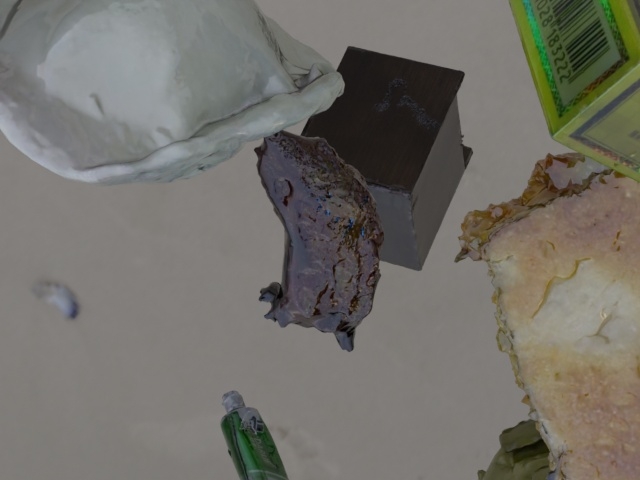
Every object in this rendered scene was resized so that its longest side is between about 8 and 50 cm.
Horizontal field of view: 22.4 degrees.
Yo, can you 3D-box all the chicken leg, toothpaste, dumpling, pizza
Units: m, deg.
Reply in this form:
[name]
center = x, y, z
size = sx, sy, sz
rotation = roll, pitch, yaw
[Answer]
[chicken leg]
center = 0.000, 0.000, 1.321
size = 0.105, 0.063, 0.234
rotation = -8, 127, -10
[toothpaste]
center = -0.064, 0.285, 1.900
size = 0.047, 0.078, 0.248
rotation = -53, 50, 41
[dumpling]
center = -0.084, -0.082, 0.846
size = 0.229, 0.151, 0.124
rotation = -6, 125, -23
[pizza]
center = 0.185, 0.017, 0.866
size = 0.226, 0.086, 0.335
rotation = 20, 109, -4

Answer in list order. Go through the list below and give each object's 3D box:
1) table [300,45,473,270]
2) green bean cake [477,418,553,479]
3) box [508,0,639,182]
[table]
center = 0.071, -0.103, 1.979
size = 0.172, 0.193, 0.169
rotation = 16, 152, 19
[green bean cake]
center = 0.234, 0.328, 1.425
size = 0.202, 0.285, 0.310
rotation = -15, 105, -2
[box]
center = 0.150, -0.121, 0.768
size = 0.141, 0.220, 0.064
rotation = 20, 134, -34
